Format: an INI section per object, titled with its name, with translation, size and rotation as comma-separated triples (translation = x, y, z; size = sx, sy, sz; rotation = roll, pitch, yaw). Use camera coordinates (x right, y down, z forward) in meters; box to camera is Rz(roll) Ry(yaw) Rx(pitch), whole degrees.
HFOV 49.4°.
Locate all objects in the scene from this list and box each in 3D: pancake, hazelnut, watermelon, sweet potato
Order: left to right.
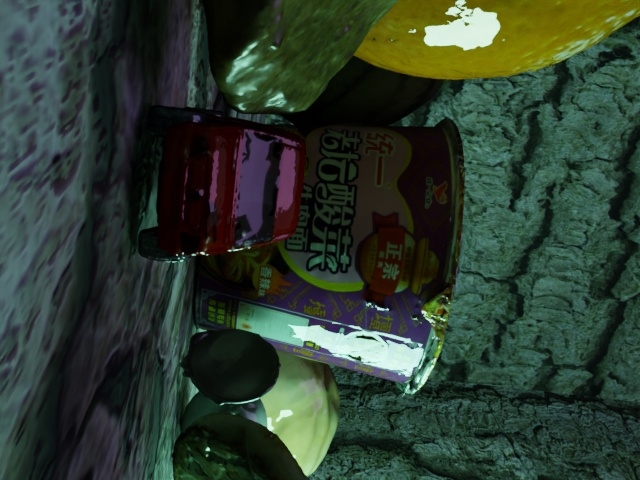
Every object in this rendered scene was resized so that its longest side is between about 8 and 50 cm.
[pancake]
translation = -0.060, 0.272, 0.660
size = 0.253, 0.037, 0.254
rotation = 23, -57, 40
[hazelnut]
translation = -0.091, 0.261, 1.095
size = 0.261, 0.240, 0.261
rotation = -11, 90, -71
[sweet potato]
translation = 0.000, -0.249, 0.334
size = 0.158, 0.157, 0.370
rotation = -117, -153, -82
[watermelon]
translation = 0.039, -0.277, 0.886
size = 0.359, 0.278, 0.279
rotation = -30, -132, 52

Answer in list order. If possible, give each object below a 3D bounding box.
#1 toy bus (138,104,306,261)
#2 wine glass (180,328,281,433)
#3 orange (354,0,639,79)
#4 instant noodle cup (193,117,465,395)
[toy bus]
translation = -0.056, -0.039, 0.441
size = 0.195, 0.089, 0.081
rotation = -104, -159, -79
[wine glass]
translation = -0.107, 0.203, 0.772
size = 0.103, 0.103, 0.222
rotation = -88, -172, -50
[orange]
translation = 0.130, -0.331, 0.529
size = 0.423, 0.326, 0.424
rotation = -1, -91, 47
[instant noodle cup]
translation = 0.000, 0.000, 0.830
size = 0.340, 0.265, 0.340
rotation = -171, -90, -85
